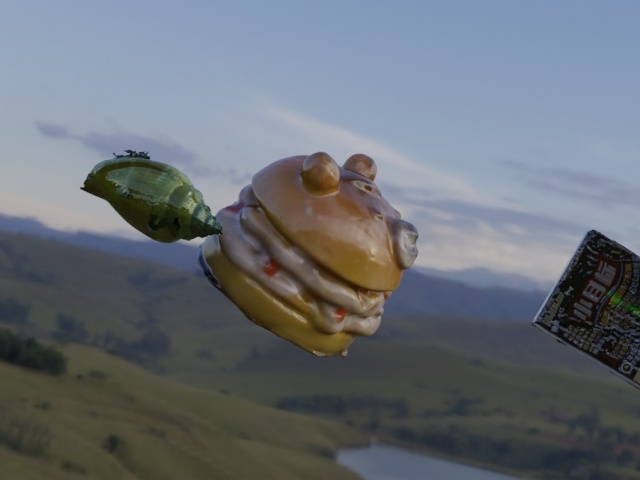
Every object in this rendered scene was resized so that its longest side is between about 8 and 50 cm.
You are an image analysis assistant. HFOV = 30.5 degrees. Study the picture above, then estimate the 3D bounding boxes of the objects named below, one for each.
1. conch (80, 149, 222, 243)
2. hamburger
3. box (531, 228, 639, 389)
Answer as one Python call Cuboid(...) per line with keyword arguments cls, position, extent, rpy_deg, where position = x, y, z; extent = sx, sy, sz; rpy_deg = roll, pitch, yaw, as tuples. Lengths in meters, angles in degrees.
Cuboid(cls="conch", position=(-0.207, -0.051, 1.502), extent=(0.201, 0.095, 0.079), rpy_deg=(35, 1, 10))
Cuboid(cls="hamburger", position=(0.000, 0.000, 1.592), extent=(0.276, 0.237, 0.276), rpy_deg=(35, 15, -11))
Cuboid(cls="box", position=(0.554, 0.143, 2.060), extent=(0.310, 0.198, 0.084), rpy_deg=(31, -3, 9))
